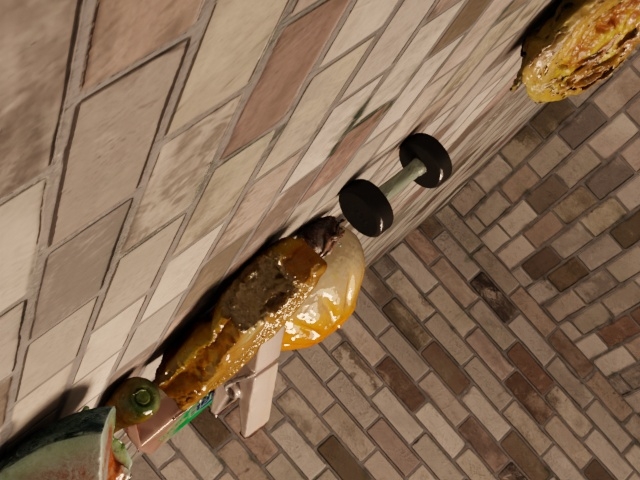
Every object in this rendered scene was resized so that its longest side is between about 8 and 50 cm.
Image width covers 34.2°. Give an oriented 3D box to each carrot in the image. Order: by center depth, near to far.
[{"bbox_3d":[-0.350,0.299,1.776,0.078,0.078,0.298,-37,179,-37],"label":"carrot"}]

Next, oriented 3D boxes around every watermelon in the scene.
[{"bbox_3d":[-0.340,0.353,1.470,0.320,0.213,0.289,-16,155,-50],"label":"watermelon"}]

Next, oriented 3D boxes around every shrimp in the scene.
[{"bbox_3d":[-0.001,-0.001,1.786,0.190,0.075,0.073,-50,152,-54],"label":"shrimp"}]

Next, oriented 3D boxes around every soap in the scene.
[{"bbox_3d":[-0.281,0.310,2.098,0.273,0.098,0.218,-40,172,-12],"label":"soap"}]

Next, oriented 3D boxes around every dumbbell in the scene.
[{"bbox_3d":[0.128,-0.095,1.754,0.191,0.100,0.100,-39,174,-26],"label":"dumbbell"}]

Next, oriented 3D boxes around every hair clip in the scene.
[{"bbox_3d":[-0.136,0.246,1.944,0.085,0.101,0.331,-29,151,-32],"label":"hair clip"}]

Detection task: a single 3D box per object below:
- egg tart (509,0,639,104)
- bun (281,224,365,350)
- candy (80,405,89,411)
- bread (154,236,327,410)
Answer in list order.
[{"bbox_3d":[0.438,-0.356,1.794,0.297,0.132,0.297,-32,159,-14],"label":"egg tart"},{"bbox_3d":[-0.017,0.111,2.033,0.299,0.165,0.299,-40,175,-4],"label":"bun"},{"bbox_3d":[-0.450,0.367,1.677,0.084,0.078,0.287,18,117,-40],"label":"candy"},{"bbox_3d":[-0.142,0.135,1.687,0.185,0.109,0.380,-29,166,-46],"label":"bread"}]
